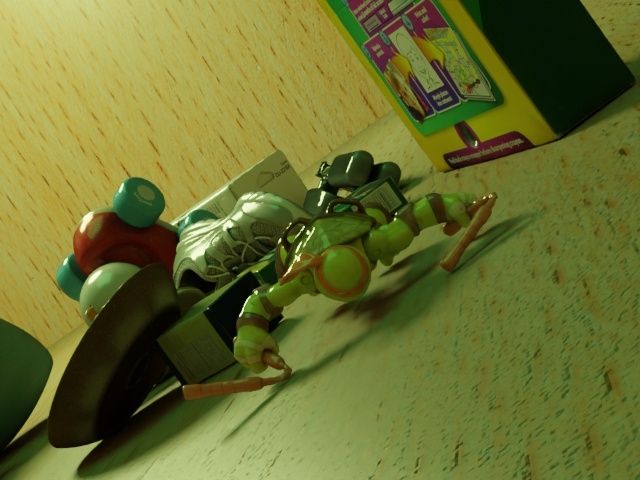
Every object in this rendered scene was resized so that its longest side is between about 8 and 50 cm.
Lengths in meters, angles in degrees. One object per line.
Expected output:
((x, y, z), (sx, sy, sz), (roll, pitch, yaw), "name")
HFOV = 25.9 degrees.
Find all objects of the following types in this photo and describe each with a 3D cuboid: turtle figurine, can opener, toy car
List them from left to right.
((-0.268, 0.078, 2.019), (0.219, 0.210, 0.238), (-47, 27, 33), "toy car")
((0.002, 0.020, 1.074), (0.269, 0.087, 0.217), (-35, 5, 1), "turtle figurine")
((0.041, -0.067, 1.801), (0.280, 0.074, 0.093), (164, 126, -79), "can opener")

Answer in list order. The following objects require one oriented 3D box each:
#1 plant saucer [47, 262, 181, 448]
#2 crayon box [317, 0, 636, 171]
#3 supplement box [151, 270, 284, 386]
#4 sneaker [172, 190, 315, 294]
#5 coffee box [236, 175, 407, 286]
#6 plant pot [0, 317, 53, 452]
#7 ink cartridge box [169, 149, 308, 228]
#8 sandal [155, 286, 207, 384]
((-0.184, 0.116, 1.306), (0.198, 0.036, 0.198), (-56, -13, -21), "plant saucer")
((0.117, -0.234, 1.385), (0.106, 0.313, 0.363), (-36, 6, -11), "crayon box")
((-0.095, 0.083, 1.291), (0.083, 0.056, 0.083), (-31, 7, 35), "supplement box")
((-0.101, 0.022, 1.834), (0.281, 0.105, 0.115), (-25, 41, 52), "sneaker")
((0.000, 0.000, 1.515), (0.184, 0.040, 0.113), (-36, 6, -14), "coffee box")
((-0.519, 0.216, 1.829), (0.290, 0.290, 0.195), (-28, 43, 51), "plant pot")
((-0.170, -0.019, 2.339), (0.273, 0.114, 0.197), (-33, 5, 33), "ink cartridge box")
((-0.183, 0.122, 1.461), (0.180, 0.072, 0.049), (-38, 21, -12), "sandal")
